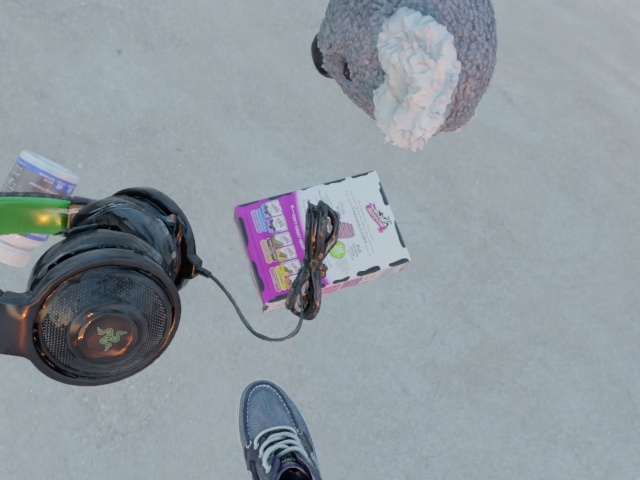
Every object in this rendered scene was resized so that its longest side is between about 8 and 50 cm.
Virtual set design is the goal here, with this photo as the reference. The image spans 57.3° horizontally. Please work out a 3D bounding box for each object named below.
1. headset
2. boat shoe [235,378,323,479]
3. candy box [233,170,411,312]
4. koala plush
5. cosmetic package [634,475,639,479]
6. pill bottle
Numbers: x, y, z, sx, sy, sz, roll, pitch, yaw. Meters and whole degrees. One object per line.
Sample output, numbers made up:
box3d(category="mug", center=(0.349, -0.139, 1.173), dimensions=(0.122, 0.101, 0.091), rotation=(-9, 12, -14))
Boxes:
box3d(category="headset", center=(-0.187, 0.009, 0.566), dimensions=(0.395, 0.185, 0.243), rotation=(12, 22, -9))
box3d(category="boat shoe", center=(-0.055, 0.341, 0.926), dimensions=(0.127, 0.158, 0.340), rotation=(-15, 51, -17))
box3d(category="candy box", center=(0.000, 0.000, 0.903), dimensions=(0.234, 0.071, 0.159), rotation=(-15, 75, -13))
box3d(category="koala plush", center=(0.057, -0.171, 0.390), dimensions=(0.196, 0.204, 0.221), rotation=(-29, 107, -68))
box3d(category="cosmetic package", center=(0.410, 0.410, 0.779), dimensions=(0.377, 0.284, 0.097), rotation=(-4, 41, -41))
box3d(category="pill bottle", center=(-0.380, -0.040, 0.759), dimensions=(0.078, 0.078, 0.137), rotation=(28, 90, 3))
